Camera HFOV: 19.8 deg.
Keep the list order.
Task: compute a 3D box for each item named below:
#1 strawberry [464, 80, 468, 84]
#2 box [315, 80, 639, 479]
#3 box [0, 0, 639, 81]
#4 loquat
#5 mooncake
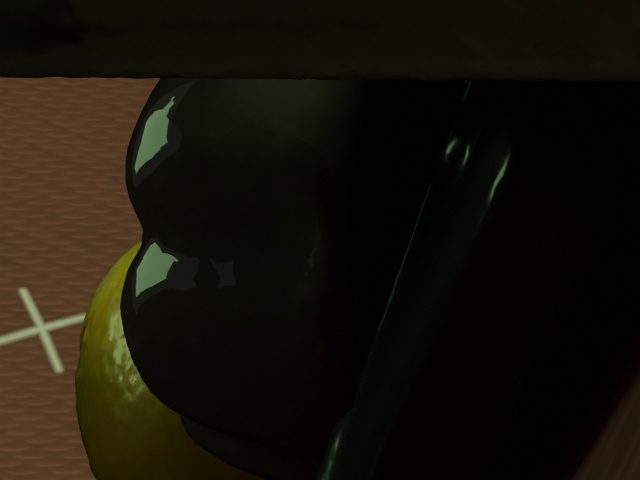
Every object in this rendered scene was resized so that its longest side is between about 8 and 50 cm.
[{"bbox_3d":[0.062,-0.152,1.136,0.343,0.292,0.292,60,137,49],"label":"strawberry"},{"bbox_3d":[0.071,-0.009,0.676,0.290,0.073,0.289,108,-176,-45],"label":"box"},{"bbox_3d":[0.009,-0.231,0.589,0.111,0.396,0.396,54,-131,-45],"label":"box"},{"bbox_3d":[-0.031,0.087,1.120,0.244,0.244,0.244,22,-90,-89],"label":"loquat"},{"bbox_3d":[0.000,0.000,0.888,0.245,0.133,0.245,5,-90,-70],"label":"mooncake"}]
